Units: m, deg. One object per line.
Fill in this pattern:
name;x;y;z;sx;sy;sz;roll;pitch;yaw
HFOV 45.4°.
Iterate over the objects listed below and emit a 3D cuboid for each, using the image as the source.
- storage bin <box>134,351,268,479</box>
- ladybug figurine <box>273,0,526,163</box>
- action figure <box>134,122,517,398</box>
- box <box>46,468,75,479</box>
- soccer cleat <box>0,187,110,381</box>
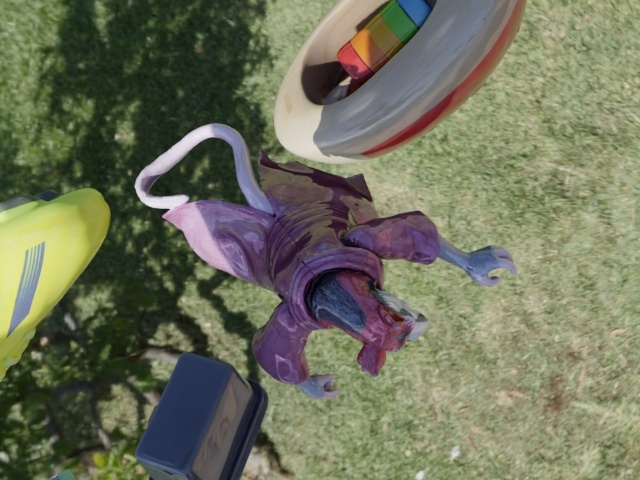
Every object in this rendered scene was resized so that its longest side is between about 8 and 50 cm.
storage bin;-0.119;0.170;0.712;0.098;0.091;0.135;13;60;17
ladybug figurine;0.126;-0.273;1.111;0.449;0.162;0.305;-38;43;24
action figure;0.000;0.000;0.753;0.248;0.275;0.370;-44;24;0
box;-0.417;0.520;1.286;0.101;0.060;0.244;-30;82;-3
soccer cleat;-0.221;0.082;0.418;0.289;0.093;0.121;-39;96;-8
